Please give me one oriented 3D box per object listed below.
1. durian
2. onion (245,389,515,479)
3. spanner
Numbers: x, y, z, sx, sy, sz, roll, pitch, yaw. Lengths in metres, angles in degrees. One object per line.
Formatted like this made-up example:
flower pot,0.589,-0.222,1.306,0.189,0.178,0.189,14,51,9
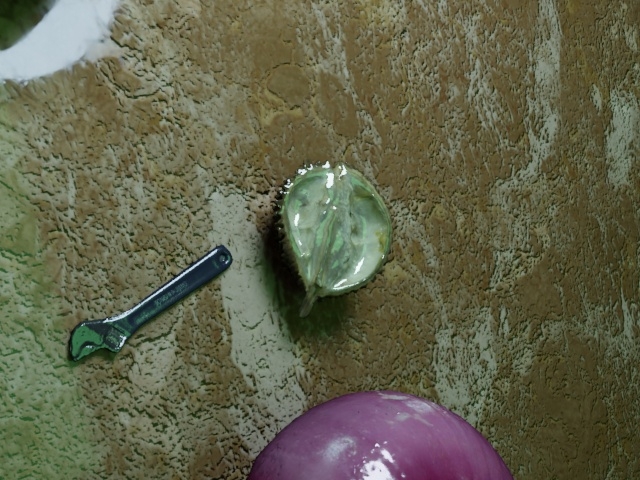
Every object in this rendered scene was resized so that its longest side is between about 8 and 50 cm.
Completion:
durian,0.000,0.000,0.879,0.148,0.091,0.188,18,77,-19
onion,0.077,0.350,0.767,0.358,0.345,0.358,-23,133,-27
spanner,-0.174,0.062,0.795,0.208,0.012,0.046,-36,104,-33
